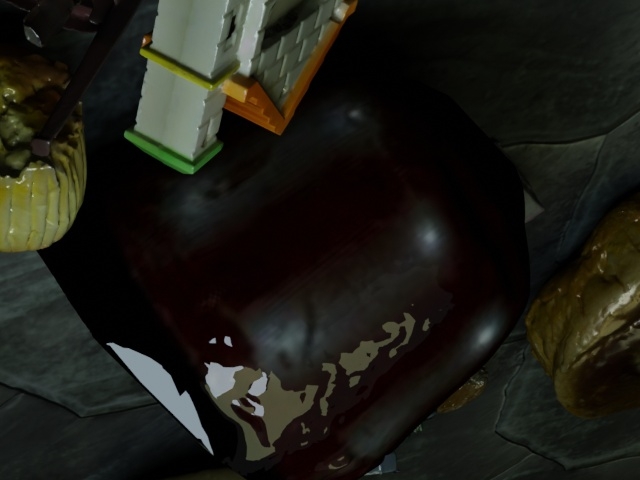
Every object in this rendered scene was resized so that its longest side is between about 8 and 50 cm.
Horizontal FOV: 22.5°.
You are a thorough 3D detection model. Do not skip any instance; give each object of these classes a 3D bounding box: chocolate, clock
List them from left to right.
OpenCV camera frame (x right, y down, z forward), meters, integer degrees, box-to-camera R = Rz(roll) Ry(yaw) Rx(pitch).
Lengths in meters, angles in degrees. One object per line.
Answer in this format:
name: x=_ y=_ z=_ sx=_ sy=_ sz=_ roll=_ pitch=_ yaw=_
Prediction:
clock: x=-0.048 y=-0.195 z=1.156 sx=0.220 sy=0.106 sz=0.255 roll=-45 pitch=159 yaw=-49
chocolate: x=0.000 y=0.000 z=1.383 sx=0.331 sy=0.383 sz=0.384 roll=-44 pitch=140 yaw=9

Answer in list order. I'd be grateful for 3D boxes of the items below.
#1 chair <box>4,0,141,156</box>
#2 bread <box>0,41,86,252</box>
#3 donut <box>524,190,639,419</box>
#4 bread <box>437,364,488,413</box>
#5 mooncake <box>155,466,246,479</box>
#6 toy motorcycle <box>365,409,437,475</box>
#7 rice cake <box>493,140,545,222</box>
chair: x=-0.183 y=-0.233 z=1.162 sx=0.326 sy=0.183 sz=0.175 roll=-55 pitch=162 yaw=-37
bread: x=-0.306 y=-0.074 z=1.231 sx=0.250 sy=0.179 sz=0.133 roll=2 pitch=126 yaw=-6
donut: x=0.382 y=0.054 z=1.809 sx=0.330 sy=0.160 sz=0.330 roll=-24 pitch=152 yaw=-14
bread: x=0.134 y=0.161 z=1.878 sx=0.113 sy=0.060 sz=0.082 roll=14 pitch=130 yaw=-37
mooncake: x=-0.108 y=0.354 z=1.848 sx=0.284 sy=0.155 sz=0.284 roll=-10 pitch=165 yaw=-3
toy motorcycle: x=0.002 y=0.178 z=1.709 sx=0.187 sy=0.124 sz=0.275 roll=-9 pitch=-173 yaw=-24
rice cake: x=0.097 y=0.016 z=1.680 sx=0.298 sy=0.050 sz=0.106 roll=-37 pitch=142 yaw=19
